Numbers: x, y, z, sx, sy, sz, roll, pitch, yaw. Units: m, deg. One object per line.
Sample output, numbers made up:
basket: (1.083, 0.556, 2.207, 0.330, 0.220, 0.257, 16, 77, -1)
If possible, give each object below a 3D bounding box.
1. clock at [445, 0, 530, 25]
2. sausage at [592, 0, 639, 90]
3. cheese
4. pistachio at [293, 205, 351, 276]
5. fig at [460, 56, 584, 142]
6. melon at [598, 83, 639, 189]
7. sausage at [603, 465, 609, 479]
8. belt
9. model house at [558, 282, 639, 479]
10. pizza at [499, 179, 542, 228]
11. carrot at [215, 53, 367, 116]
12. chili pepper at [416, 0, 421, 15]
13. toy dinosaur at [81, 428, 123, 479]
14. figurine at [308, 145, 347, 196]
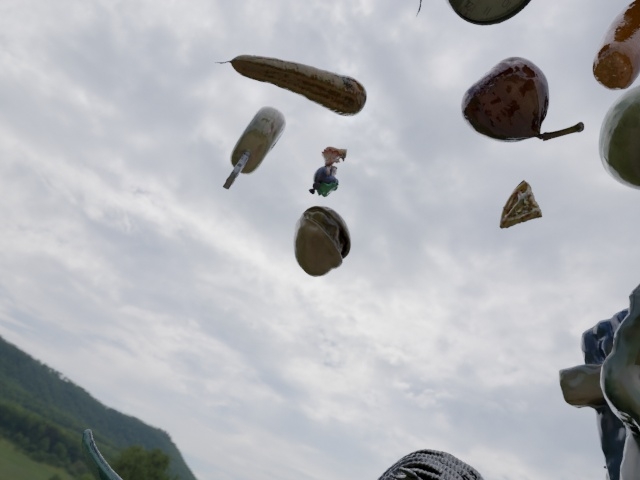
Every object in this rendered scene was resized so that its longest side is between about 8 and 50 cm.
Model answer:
clock: (0.364, -0.564, 1.000, 0.215, 0.042, 0.214, -1, -47, -1)
sausage: (0.580, -0.375, 0.900, 0.098, 0.238, 0.098, 30, -27, 18)
cheese: (-0.166, -0.210, 1.116, 0.082, 0.286, 0.163, 32, -46, -9)
pistachio: (0.000, 0.000, 0.836, 0.113, 0.113, 0.149, 13, -40, 13)
fig: (0.476, -0.308, 1.161, 0.204, 0.186, 0.249, -36, -96, 8)
melon: (0.893, -0.273, 1.286, 0.308, 0.271, 0.272, 45, -41, -16)
sausage: (0.476, 0.437, 0.619, 0.117, 0.317, 0.125, 33, -61, 0)
belt: (0.166, 0.410, 0.704, 0.164, 0.184, 0.289, 55, -20, 3)
model house: (0.433, 0.200, 0.420, 0.400, 0.394, 0.445, -13, -35, 31)
pizza: (0.691, -0.102, 1.642, 0.036, 0.176, 0.184, 19, -67, -20)
carrot: (-0.047, -0.299, 0.885, 0.298, 0.078, 0.078, 8, -29, -27)
chili pepper: (0.225, -0.587, 1.059, 0.084, 0.086, 0.192, 57, -13, 29)
toy dinosaur: (-0.193, 0.472, 0.632, 0.331, 0.383, 0.129, 20, -27, -30)
figurine: (0.026, -0.250, 1.742, 0.102, 0.194, 0.111, 15, -17, -3)
